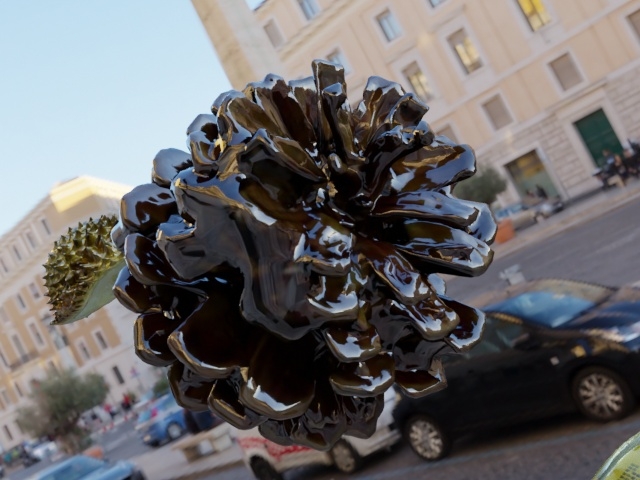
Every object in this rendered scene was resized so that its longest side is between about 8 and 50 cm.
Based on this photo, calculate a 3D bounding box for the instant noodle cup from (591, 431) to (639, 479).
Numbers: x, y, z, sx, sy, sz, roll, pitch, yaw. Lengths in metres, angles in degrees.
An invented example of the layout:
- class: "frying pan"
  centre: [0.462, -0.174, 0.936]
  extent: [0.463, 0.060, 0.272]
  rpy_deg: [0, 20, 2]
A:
- class: "instant noodle cup"
  centre: [0.259, 0.227, 0.545]
  extent: [0.182, 0.182, 0.144]
  rpy_deg: [-26, 24, -31]

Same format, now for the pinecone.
- class: "pinecone"
  centre: [0.000, 0.000, 0.898]
  extent: [0.398, 0.397, 0.398]
  rpy_deg: [-27, -2, -1]

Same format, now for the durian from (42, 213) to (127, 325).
- class: "durian"
  centre: [-0.345, 0.034, 1.408]
  extent: [0.252, 0.144, 0.139]
  rpy_deg: [-37, -37, -29]
